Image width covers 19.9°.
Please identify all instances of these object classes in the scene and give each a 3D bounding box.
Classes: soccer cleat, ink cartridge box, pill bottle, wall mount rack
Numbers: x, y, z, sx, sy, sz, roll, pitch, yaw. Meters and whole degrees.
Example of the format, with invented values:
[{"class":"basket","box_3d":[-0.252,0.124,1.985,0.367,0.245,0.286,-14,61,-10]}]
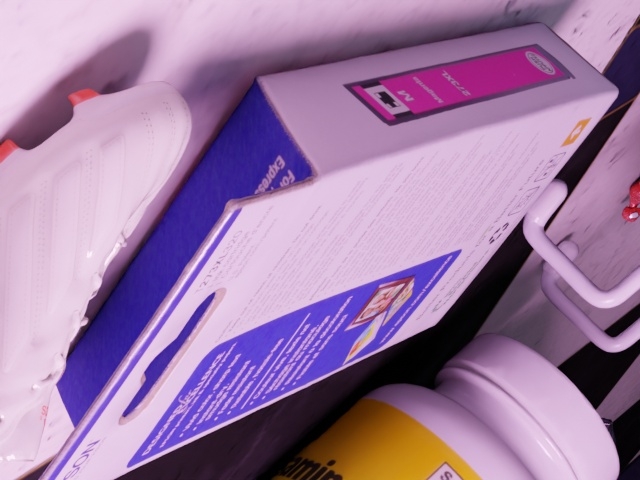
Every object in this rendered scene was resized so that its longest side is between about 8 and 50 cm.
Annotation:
[{"class":"soccer cleat","box_3d":[-0.105,0.031,0.606,0.196,0.076,0.068,-46,164,-3]},{"class":"ink cartridge box","box_3d":[0.000,0.000,0.819,0.176,0.069,0.371,-54,165,27]},{"class":"pill bottle","box_3d":[0.040,0.219,1.228,0.334,0.188,0.188,-40,163,-21]},{"class":"wall mount rack","box_3d":[0.285,-0.061,1.299,0.304,0.130,0.350,-42,164,-1]}]

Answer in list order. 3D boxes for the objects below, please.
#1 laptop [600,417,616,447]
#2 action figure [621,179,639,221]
[{"class":"laptop","box_3d":[0.100,0.268,1.423,0.137,0.264,0.234,-79,164,-53]},{"class":"action figure","box_3d":[0.280,-0.060,1.452,0.115,0.030,0.038,-48,169,15]}]
